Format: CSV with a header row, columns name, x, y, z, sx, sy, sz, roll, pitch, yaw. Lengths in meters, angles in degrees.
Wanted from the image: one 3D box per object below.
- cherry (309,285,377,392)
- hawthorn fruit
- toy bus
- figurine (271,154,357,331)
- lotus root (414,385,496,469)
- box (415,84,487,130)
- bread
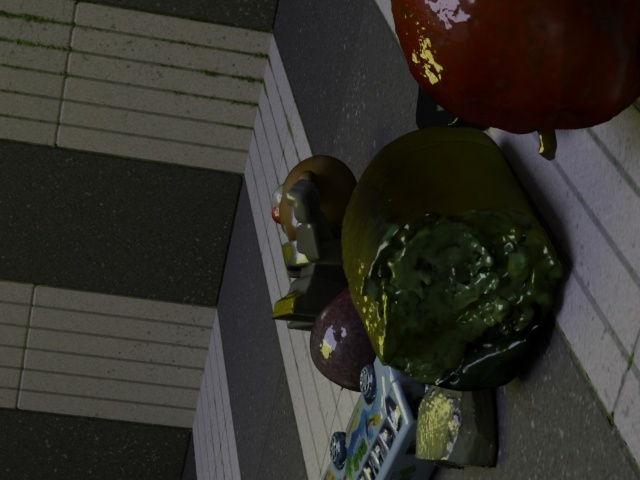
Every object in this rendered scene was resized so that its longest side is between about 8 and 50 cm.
name,x,y,z,sx,sy,sz,roll,pitch,yaw
cherry,0.060,0.136,2.173,0.176,0.140,0.176,-160,90,-87
hawthorn fruit,0.203,-0.223,1.433,0.275,0.275,0.300,-136,39,-76
toy bus,0.094,0.272,2.013,0.330,0.109,0.136,110,154,-45
figurine,0.001,0.000,2.471,0.342,0.167,0.285,136,138,-78
lotus root,0.159,0.208,1.812,0.143,0.070,0.144,131,146,-68
box,0.199,-0.320,2.018,0.211,0.058,0.350,-164,82,-76
bread,0.136,0.013,1.770,0.376,0.208,0.251,-99,24,-65
